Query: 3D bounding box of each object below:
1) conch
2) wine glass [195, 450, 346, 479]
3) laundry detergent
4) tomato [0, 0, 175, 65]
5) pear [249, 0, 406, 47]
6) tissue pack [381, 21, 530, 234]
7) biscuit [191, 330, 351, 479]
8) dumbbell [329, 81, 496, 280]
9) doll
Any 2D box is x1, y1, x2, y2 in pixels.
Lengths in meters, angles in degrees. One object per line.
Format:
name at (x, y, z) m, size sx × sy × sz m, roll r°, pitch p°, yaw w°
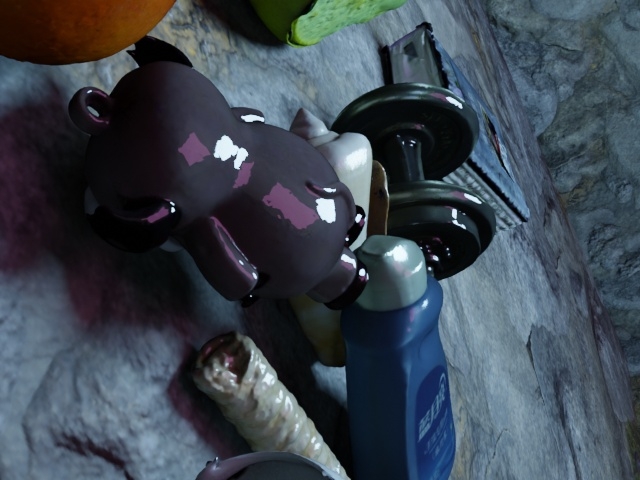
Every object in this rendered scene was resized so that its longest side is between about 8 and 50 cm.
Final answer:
conch at (-0.011, -0.003, 0.746) m, size 0.158 × 0.127 × 0.255 m, roll -28°, pitch 124°, yaw -65°
wine glass at (-0.005, 0.244, 0.524) m, size 0.196 × 0.164 × 0.165 m, roll 47°, pitch 34°, yaw -56°
laundry detergent at (0.077, 0.118, 0.714) m, size 0.143 × 0.094 × 0.290 m, roll -45°, pitch 138°, yaw -45°
tomato at (-0.179, -0.240, 0.462) m, size 0.260 × 0.180 × 0.260 m, roll 48°, pitch 32°, yaw -44°
pear at (-0.017, -0.390, 0.887) m, size 0.286 × 0.176 × 0.282 m, roll -33°, pitch 93°, yaw -34°
tissue pack at (0.246, -0.182, 1.348) m, size 0.361 × 0.122 × 0.259 m, roll 33°, pitch 42°, yaw -50°
biscuit at (-0.031, 0.168, 0.625) m, size 0.219 × 0.055 × 0.061 m, roll 59°, pitch 38°, yaw -25°
dumbbell at (0.107, -0.067, 0.904) m, size 0.192 × 0.192 × 0.290 m, roll 40°, pitch 38°, yaw -48°
doll at (-0.070, -0.039, 0.562) m, size 0.257 × 0.117 × 0.182 m, roll 23°, pitch 47°, yaw -32°
